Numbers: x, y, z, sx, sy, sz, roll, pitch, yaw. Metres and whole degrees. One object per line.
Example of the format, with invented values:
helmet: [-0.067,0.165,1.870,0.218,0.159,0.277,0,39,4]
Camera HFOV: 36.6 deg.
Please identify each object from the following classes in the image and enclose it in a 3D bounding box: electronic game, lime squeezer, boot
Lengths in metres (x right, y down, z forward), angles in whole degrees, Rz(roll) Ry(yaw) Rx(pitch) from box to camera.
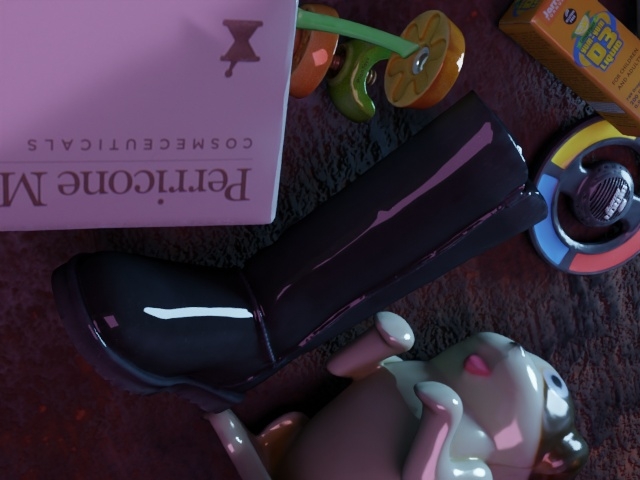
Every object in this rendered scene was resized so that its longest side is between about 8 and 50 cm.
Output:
electronic game: [0.368,-0.059,1.264,0.229,0.048,0.229,-8,115,-18]
lime squeezer: [-0.042,-0.272,0.928,0.110,0.059,0.310,-39,79,27]
boot: [0.001,0.000,0.991,0.445,0.146,0.367,-30,158,9]

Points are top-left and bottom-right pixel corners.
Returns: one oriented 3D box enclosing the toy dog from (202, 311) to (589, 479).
toy dog: [0.129,0.277,1.192,0.408,0.284,0.395,-30,120,-8]

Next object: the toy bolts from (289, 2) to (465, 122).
toy bolts: [0.039,-0.249,0.974,0.158,0.218,0.229,19,91,-29]

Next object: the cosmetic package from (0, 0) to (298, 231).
cosmetic package: [-0.214,-0.246,0.797,0.329,0.327,0.394,-2,114,-21]

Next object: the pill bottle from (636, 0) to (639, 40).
pill bottle: [0.430,-0.321,1.131,0.117,0.117,0.215,-18,118,-13]

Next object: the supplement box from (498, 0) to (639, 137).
supplement box: [0.325,-0.215,1.143,0.233,0.080,0.078,34,89,-20]
